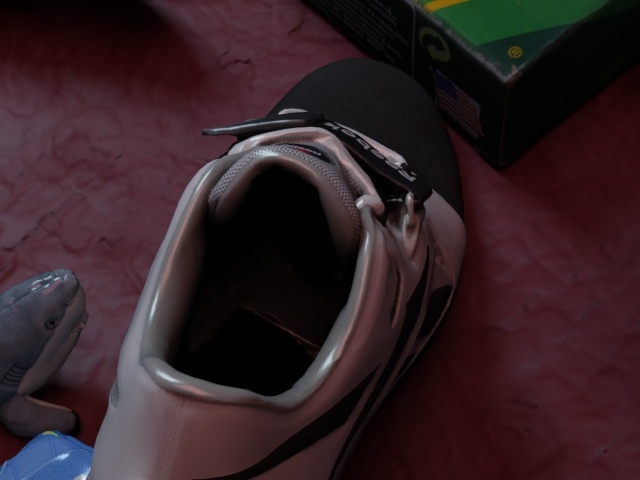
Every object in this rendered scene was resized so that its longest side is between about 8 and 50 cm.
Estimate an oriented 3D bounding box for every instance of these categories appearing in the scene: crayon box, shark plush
[{"bbox_3d":[0.138,-0.207,0.938,0.318,0.081,0.202,-39,65,-20],"label":"crayon box"},{"bbox_3d":[-0.182,0.054,0.798,0.161,0.067,0.073,-10,60,-5],"label":"shark plush"}]

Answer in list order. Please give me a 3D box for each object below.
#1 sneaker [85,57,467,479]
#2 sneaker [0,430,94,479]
[{"bbox_3d":[0.000,0.000,0.752,0.122,0.146,0.330,17,42,5],"label":"sneaker"},{"bbox_3d":[-0.066,0.159,0.721,0.240,0.091,0.126,36,66,21],"label":"sneaker"}]
